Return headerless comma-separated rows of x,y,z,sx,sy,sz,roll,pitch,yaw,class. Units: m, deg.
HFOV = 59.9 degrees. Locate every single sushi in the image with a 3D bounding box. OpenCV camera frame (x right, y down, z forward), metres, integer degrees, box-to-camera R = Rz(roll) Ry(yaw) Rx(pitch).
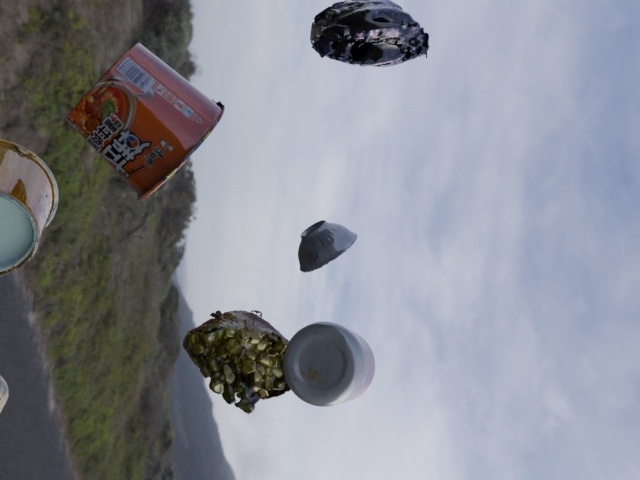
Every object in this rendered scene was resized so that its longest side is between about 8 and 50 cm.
-0.147,0.255,1.192,0.167,0.296,0.179,-49,-157,-3,sushi

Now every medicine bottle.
0.024,0.213,0.953,0.250,0.131,0.131,52,35,-72,medicine bottle

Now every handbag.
0.089,-0.406,1.092,0.208,0.228,0.127,-112,-162,-64,handbag

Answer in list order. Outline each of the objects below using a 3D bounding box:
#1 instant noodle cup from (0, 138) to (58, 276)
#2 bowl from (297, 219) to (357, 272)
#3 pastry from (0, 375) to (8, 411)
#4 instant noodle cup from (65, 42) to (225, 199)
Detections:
-0.567,-0.047,0.948,0.172,0.215,0.216,-127,-140,-54,instant noodle cup
0.000,0.000,1.533,0.086,0.189,0.189,56,-7,-15,bowl
-0.637,0.293,0.987,0.156,0.092,0.156,-57,166,-23,pastry
-0.331,-0.231,1.043,0.250,0.192,0.250,-37,-155,20,instant noodle cup
